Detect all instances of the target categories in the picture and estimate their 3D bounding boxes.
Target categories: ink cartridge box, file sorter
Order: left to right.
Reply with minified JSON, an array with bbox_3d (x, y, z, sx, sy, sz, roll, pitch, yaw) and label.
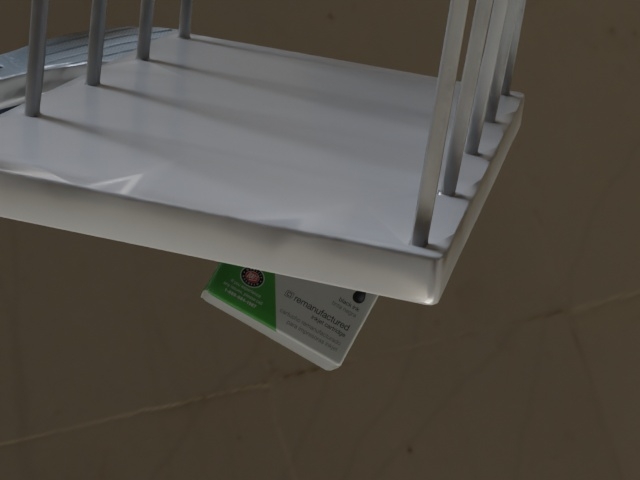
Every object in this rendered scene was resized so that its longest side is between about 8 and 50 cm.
[{"bbox_3d":[-0.010,-0.114,0.589,0.192,0.173,0.278,12,-161,10],"label":"file sorter"},{"bbox_3d":[0.000,0.000,1.375,0.153,0.087,0.208,29,-101,-2],"label":"ink cartridge box"}]

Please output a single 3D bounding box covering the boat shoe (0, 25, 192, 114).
[{"bbox_3d":[-0.258,-0.136,1.363,0.302,0.109,0.094,-15,-60,-18],"label":"boat shoe"}]
